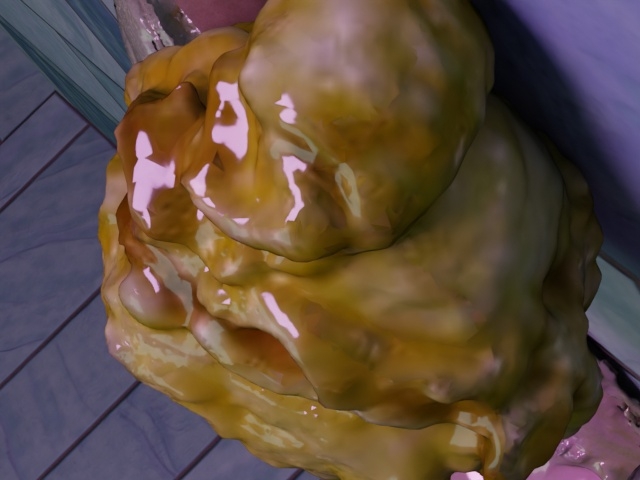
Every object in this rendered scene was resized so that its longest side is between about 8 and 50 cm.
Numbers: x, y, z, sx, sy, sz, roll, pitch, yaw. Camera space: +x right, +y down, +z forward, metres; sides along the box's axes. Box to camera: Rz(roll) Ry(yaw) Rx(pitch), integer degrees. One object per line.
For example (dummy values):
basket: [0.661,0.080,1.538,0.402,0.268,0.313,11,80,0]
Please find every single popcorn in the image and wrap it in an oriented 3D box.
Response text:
popcorn: [0.000,0.000,0.776,0.225,0.174,0.286,-6,139,27]

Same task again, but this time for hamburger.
hamburger: [-0.098,-0.134,1.158,0.140,0.062,0.133,82,165,-52]

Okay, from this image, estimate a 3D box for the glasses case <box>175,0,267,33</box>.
glasses case: [-0.010,-0.120,0.857,0.193,0.070,0.102,49,-159,-51]

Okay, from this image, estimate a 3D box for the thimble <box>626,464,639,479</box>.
thimble: [0.238,0.198,0.854,0.229,0.148,0.196,41,173,18]

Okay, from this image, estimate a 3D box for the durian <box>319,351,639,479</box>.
durian: [0.079,0.106,1.154,0.305,0.195,0.185,45,-179,-21]
